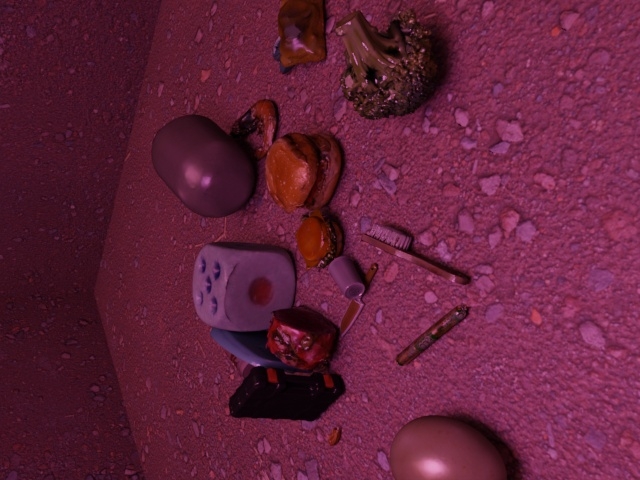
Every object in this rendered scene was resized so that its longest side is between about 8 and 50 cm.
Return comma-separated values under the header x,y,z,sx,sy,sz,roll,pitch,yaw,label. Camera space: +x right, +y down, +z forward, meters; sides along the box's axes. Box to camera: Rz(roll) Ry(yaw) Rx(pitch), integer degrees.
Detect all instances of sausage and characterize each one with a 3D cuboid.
x,y,z,sx,sy,sz,roll,pitch,yaw,label
0.259,0.231,1.191,0.269,0.033,0.032,-52,50,37,sausage

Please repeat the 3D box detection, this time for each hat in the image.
x,y,z,sx,sy,sz,roll,pitch,yaw,label
-0.115,-0.646,1.671,0.191,0.078,0.138,-41,59,44,hat

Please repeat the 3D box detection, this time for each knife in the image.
x,y,z,sx,sy,sz,roll,pitch,yaw,label
0.104,0.173,1.403,0.046,0.022,0.256,47,125,37,knife

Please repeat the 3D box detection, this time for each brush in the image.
x,y,z,sx,sy,sz,roll,pitch,yaw,label
0.228,0.024,1.221,0.327,0.070,0.065,29,101,47,brush

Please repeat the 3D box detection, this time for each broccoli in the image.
x,y,z,sx,sy,sz,roll,pitch,yaw,label
0.157,-0.429,1.207,0.288,0.235,0.259,1,114,48,broccoli

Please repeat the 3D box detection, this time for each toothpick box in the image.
x,y,z,sx,sy,sz,roll,pitch,yaw,label
-0.273,0.427,1.817,0.149,0.098,0.098,36,117,46,toothpick box

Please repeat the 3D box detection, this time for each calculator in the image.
x,y,z,sx,sy,sz,roll,pitch,yaw,label
-0.185,0.344,1.582,0.386,0.256,0.054,19,92,54,calculator

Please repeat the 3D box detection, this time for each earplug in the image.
x,y,z,sx,sy,sz,roll,pitch,yaw,label
-0.425,-0.264,1.870,0.394,0.313,0.312,42,121,44,earplug

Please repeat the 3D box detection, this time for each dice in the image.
x,y,z,sx,sy,sz,roll,pitch,yaw,label
-0.259,0.146,1.674,0.263,0.268,0.264,13,99,53,dice

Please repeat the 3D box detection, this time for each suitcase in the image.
x,y,z,sx,sy,sz,roll,pitch,yaw,label
-0.099,0.448,1.440,0.206,0.286,0.066,-55,34,35,suitcase

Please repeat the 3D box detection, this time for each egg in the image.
x,y,z,sx,sy,sz,roll,pitch,yaw,label
0.264,0.470,1.050,0.254,0.189,0.188,-7,83,42,egg

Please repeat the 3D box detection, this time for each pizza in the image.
x,y,z,sx,sy,sz,roll,pitch,yaw,label
0.042,0.577,1.472,0.037,0.016,0.083,46,127,41,pizza

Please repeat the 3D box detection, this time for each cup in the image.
x,y,z,sx,sy,sz,roll,pitch,yaw,label
0.073,0.115,1.396,0.116,0.074,0.104,-119,25,-47,cup

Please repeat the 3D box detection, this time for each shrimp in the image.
x,y,z,sx,sy,sz,roll,pitch,yaw,label
-0.249,-0.392,1.853,0.290,0.054,0.222,-12,80,47,shrimp

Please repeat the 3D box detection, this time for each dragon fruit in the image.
x,y,z,sx,sy,sz,roll,pitch,yaw,label
-0.060,0.295,1.480,0.282,0.211,0.147,-136,61,-75,dragon fruit

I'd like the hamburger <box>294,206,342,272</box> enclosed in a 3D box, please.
x,y,z,sx,sy,sz,roll,pitch,yaw,label
0.000,-0.004,1.486,0.164,0.093,0.189,-33,65,44,hamburger

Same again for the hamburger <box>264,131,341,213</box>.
x,y,z,sx,sy,sz,roll,pitch,yaw,label
-0.050,-0.207,1.509,0.244,0.163,0.244,11,104,51,hamburger

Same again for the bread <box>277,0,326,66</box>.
x,y,z,sx,sy,sz,roll,pitch,yaw,label
-0.066,-0.674,1.567,0.161,0.088,0.233,-4,84,15,bread
